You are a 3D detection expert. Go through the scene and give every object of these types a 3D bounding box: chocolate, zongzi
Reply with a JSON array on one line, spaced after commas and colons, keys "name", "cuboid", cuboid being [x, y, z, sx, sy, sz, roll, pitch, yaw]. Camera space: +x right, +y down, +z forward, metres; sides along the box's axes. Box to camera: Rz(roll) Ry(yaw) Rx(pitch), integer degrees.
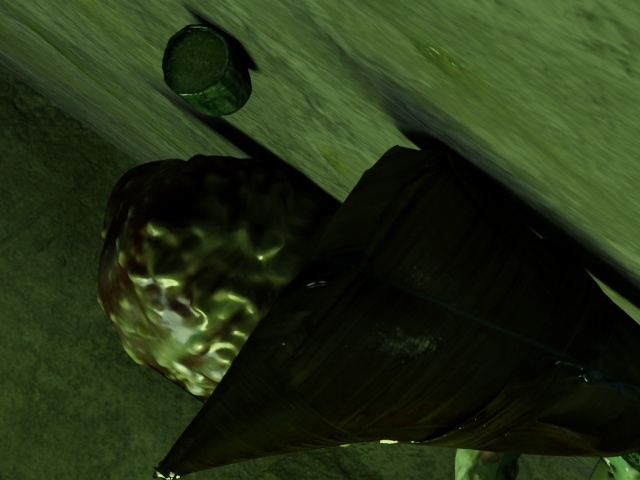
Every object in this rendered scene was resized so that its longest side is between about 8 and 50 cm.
[{"name": "chocolate", "cuboid": [-0.053, 0.048, 1.817, 0.340, 0.225, 0.210, 36, 168, -4]}, {"name": "zongzi", "cuboid": [0.061, 0.096, 1.096, 0.221, 0.242, 0.112, 39, 170, -11]}]

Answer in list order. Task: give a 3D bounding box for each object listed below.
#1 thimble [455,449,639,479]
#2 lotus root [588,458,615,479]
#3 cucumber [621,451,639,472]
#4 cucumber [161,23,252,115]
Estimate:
[{"name": "thimble", "cuboid": [0.246, 0.245, 1.960, 0.211, 0.185, 0.149, -2, 166, 17]}, {"name": "lotus root", "cuboid": [0.420, 0.363, 2.126, 0.267, 0.149, 0.260, 37, 177, 34]}, {"name": "cucumber", "cuboid": [0.304, 0.192, 1.654, 0.215, 0.052, 0.058, 31, 154, 56]}, {"name": "cucumber", "cuboid": [-0.069, -0.103, 1.263, 0.048, 0.048, 0.105, 34, 177, 14]}]
